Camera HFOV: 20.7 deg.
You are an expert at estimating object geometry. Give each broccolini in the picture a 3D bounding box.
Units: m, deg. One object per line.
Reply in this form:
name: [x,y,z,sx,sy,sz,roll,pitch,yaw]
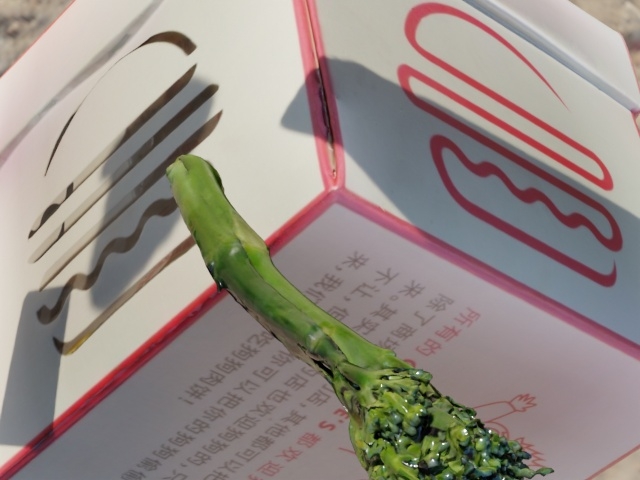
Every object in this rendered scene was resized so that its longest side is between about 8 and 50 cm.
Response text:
broccolini: [-0.001,0.033,0.589,0.054,0.239,0.051,18,106,-37]

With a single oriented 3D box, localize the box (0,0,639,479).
box: [0.000,0.000,1.030,0.312,0.300,0.314,27,128,-34]
